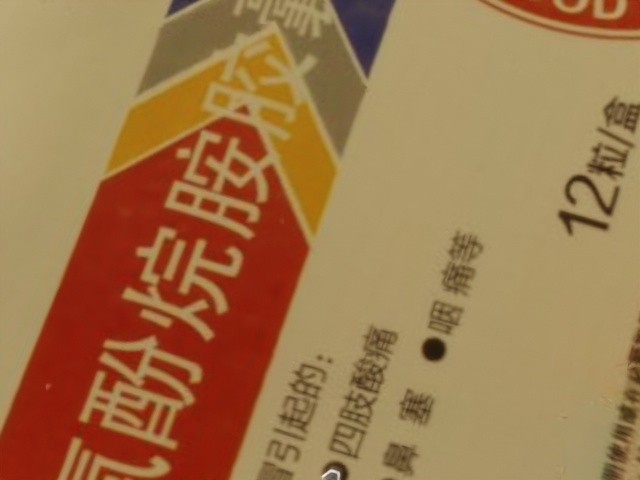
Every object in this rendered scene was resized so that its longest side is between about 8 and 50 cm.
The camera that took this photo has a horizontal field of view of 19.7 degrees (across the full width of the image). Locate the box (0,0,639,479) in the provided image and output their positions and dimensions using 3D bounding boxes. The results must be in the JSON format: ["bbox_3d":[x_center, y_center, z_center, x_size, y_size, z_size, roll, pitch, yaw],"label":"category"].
[{"bbox_3d":[0.000,0.000,0.493,0.069,0.214,0.353,96,-168,-68],"label":"box"}]
